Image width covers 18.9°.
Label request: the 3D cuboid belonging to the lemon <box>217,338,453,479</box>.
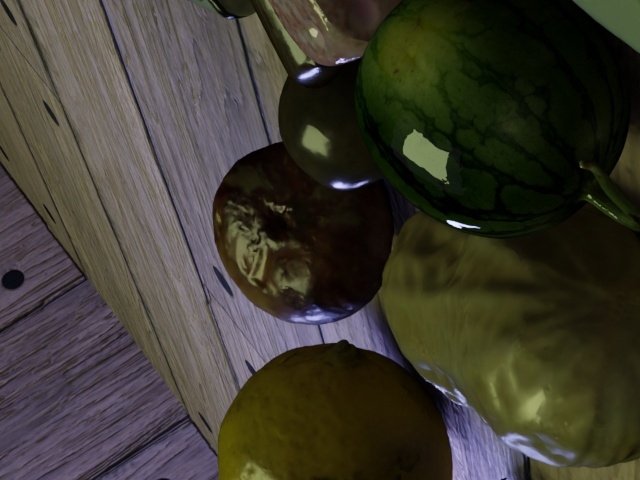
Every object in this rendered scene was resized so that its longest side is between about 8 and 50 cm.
[{"bbox_3d":[0.017,0.217,1.855,0.228,0.228,0.253,49,172,32],"label":"lemon"}]

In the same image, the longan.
[{"bbox_3d":[0.024,-0.095,1.369,0.106,0.106,0.119,54,128,13],"label":"longan"}]

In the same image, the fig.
[{"bbox_3d":[-0.012,0.008,1.624,0.160,0.143,0.231,45,164,15],"label":"fig"}]

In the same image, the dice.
[{"bbox_3d":[0.019,-0.167,1.192,0.091,0.093,0.094,60,166,-15],"label":"dice"}]

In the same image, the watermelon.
[{"bbox_3d":[0.104,-0.059,1.025,0.187,0.141,0.140,48,165,23],"label":"watermelon"}]

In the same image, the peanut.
[{"bbox_3d":[0.129,0.044,1.187,0.152,0.152,0.313,61,172,-16],"label":"peanut"}]

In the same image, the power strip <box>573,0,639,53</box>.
[{"bbox_3d":[0.114,-0.218,0.535,0.357,0.161,0.357,53,167,18],"label":"power strip"}]

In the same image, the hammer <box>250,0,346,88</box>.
[{"bbox_3d":[-0.088,-0.280,1.260,0.408,0.095,0.242,64,166,-9],"label":"hammer"}]

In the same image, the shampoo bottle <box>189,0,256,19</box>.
[{"bbox_3d":[-0.128,-0.256,1.602,0.153,0.071,0.284,58,170,-15],"label":"shampoo bottle"}]

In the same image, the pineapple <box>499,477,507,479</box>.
[{"bbox_3d":[0.149,0.412,1.694,0.352,0.300,0.352,50,171,11],"label":"pineapple"}]
